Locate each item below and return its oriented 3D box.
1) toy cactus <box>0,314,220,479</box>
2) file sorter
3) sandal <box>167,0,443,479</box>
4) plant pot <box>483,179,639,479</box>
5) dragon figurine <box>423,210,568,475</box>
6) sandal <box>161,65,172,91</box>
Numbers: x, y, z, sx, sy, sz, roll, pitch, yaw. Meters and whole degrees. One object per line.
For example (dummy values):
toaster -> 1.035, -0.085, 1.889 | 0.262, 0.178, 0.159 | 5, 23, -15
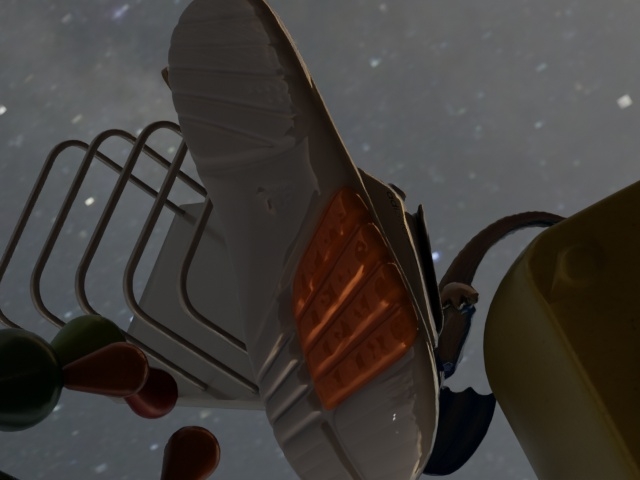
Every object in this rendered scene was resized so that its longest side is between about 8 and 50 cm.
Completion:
toy cactus -> -0.126, 0.083, 0.528 | 0.180, 0.112, 0.219 | 54, -139, -29
file sorter -> -0.110, 0.013, 1.254 | 0.173, 0.278, 0.192 | 36, -116, -35
sandal -> 0.007, -0.005, 0.758 | 0.076, 0.102, 0.265 | -5, -107, -51
plant pot -> 0.176, 0.057, 0.531 | 0.212, 0.212, 0.187 | 65, -174, 26
dragon figurine -> 0.060, 0.094, 1.002 | 0.289, 0.085, 0.144 | -43, -42, -37
sandal -> -0.043, -0.095, 1.470 | 0.240, 0.079, 0.088 | 50, -166, 5
